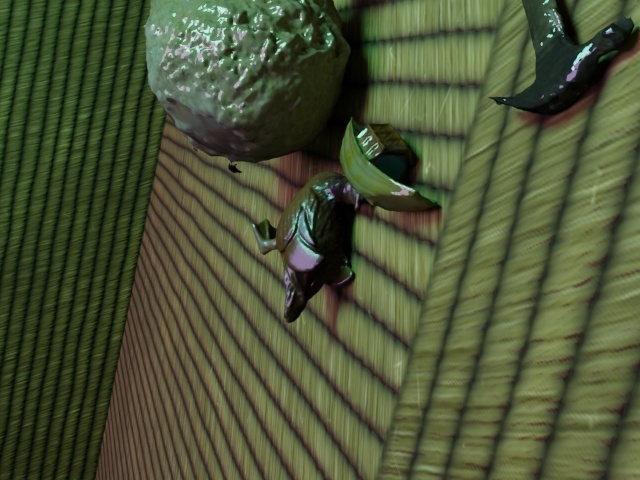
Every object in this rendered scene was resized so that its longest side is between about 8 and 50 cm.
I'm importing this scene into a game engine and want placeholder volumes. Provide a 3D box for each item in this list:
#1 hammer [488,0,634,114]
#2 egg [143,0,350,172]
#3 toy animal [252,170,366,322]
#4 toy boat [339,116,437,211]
[{"bbox_3d":[0.166,-0.230,0.548,0.125,0.027,0.297,-42,43,50],"label":"hammer"},{"bbox_3d":[-0.098,-0.236,0.904,0.310,0.279,0.279,31,112,40],"label":"egg"},{"bbox_3d":[0.000,0.000,0.796,0.179,0.089,0.188,-24,52,47],"label":"toy animal"},{"bbox_3d":[0.064,-0.076,0.690,0.066,0.065,0.172,-50,34,18],"label":"toy boat"}]
